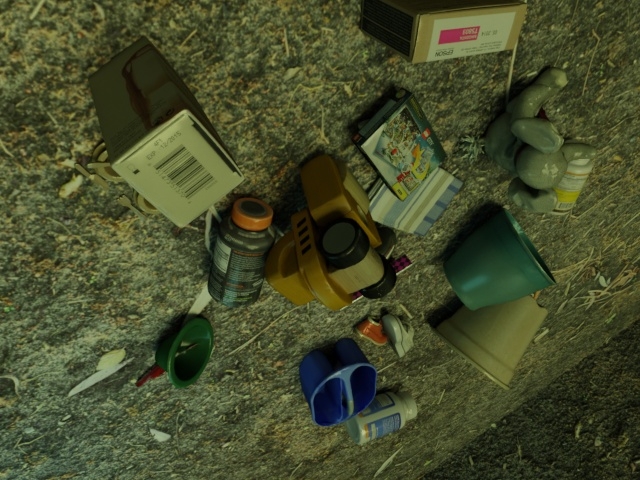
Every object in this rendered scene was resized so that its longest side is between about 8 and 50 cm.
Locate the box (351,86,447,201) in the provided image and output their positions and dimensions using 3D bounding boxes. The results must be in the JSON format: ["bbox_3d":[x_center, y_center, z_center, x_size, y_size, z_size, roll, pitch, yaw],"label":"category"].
[{"bbox_3d":[0.189,-0.214,1.131,0.159,0.044,0.233,-46,137,2],"label":"box"}]

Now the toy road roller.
[{"bbox_3d":[0.000,0.000,1.082,0.241,0.329,0.202,-25,139,16],"label":"toy road roller"}]

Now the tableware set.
[{"bbox_3d":[-0.352,-0.114,0.944,0.128,0.039,0.194,-37,137,2],"label":"tableware set"}]

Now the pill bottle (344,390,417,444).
[{"bbox_3d":[0.243,0.697,1.950,0.272,0.152,0.152,-11,132,-23],"label":"pill bottle"}]

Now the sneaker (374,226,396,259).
[{"bbox_3d":[0.060,0.034,1.283,0.281,0.106,0.162,-38,134,5],"label":"sneaker"}]

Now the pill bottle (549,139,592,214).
[{"bbox_3d":[0.743,-0.192,1.484,0.117,0.117,0.214,-13,133,-22],"label":"pill bottle"}]

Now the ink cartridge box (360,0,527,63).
[{"bbox_3d":[0.222,-0.415,0.912,0.235,0.193,0.088,-14,133,-20],"label":"ink cartridge box"}]

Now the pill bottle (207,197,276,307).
[{"bbox_3d":[-0.176,0.026,1.109,0.131,0.130,0.245,-2,129,-30],"label":"pill bottle"}]

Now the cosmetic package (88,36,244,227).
[{"bbox_3d":[-0.248,-0.179,0.763,0.129,0.296,0.153,-37,139,2],"label":"cosmetic package"}]

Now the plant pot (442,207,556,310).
[{"bbox_3d":[0.535,0.079,1.516,0.255,0.271,0.272,-35,140,24],"label":"plant pot"}]

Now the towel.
[{"bbox_3d":[0.246,-0.119,1.310,0.285,0.034,0.209,17,115,-42],"label":"towel"}]

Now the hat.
[{"bbox_3d":[-0.411,0.285,1.278,0.173,0.184,0.208,62,43,-54],"label":"hat"}]

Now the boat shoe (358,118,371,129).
[{"bbox_3d":[0.130,-0.258,1.115,0.100,0.035,0.035,-18,132,-26],"label":"boat shoe"}]

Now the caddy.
[{"bbox_3d":[0.065,0.495,1.642,0.242,0.179,0.341,-20,135,-16],"label":"caddy"}]

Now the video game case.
[{"bbox_3d":[0.142,0.125,1.382,0.232,0.041,0.210,-32,171,-2],"label":"video game case"}]

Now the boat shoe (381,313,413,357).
[{"bbox_3d":[0.277,0.317,1.675,0.088,0.096,0.267,-33,139,-8],"label":"boat shoe"}]

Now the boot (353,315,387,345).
[{"bbox_3d":[0.188,0.302,1.634,0.158,0.059,0.084,29,104,-43],"label":"boot"}]

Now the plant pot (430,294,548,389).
[{"bbox_3d":[0.623,0.304,1.744,0.305,0.334,0.334,-53,135,2],"label":"plant pot"}]

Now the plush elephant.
[{"bbox_3d":[0.549,-0.232,1.229,0.330,0.255,0.271,-25,136,-10],"label":"plush elephant"}]
